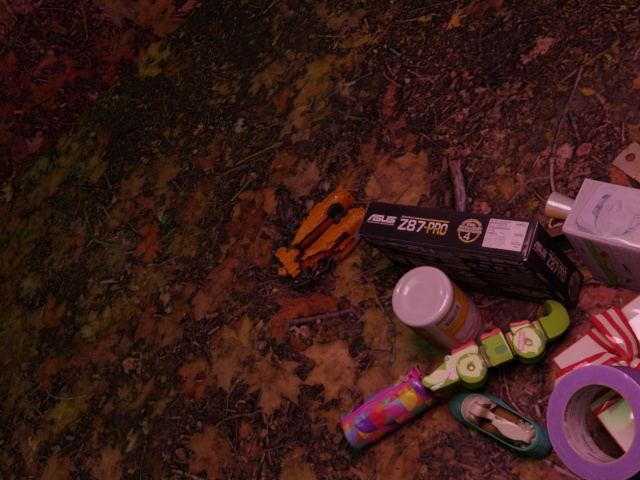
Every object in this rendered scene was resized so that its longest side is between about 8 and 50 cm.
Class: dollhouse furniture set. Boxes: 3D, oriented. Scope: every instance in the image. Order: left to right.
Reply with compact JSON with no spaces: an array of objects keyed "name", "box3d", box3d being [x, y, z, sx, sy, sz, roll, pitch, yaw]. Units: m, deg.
[{"name":"dollhouse furniture set","box3d":[0.740,-0.168,1.595,0.183,0.129,0.129,-45,48,7]}]

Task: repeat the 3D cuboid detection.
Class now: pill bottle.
[{"name":"pill bottle","box3d":[0.269,0.164,1.663,0.136,0.246,0.136,-17,56,27]}]

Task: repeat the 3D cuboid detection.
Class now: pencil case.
[{"name":"pencil case","box3d":[0.152,0.379,1.726,0.236,0.104,0.104,-38,49,13]}]

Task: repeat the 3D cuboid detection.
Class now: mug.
[{"name":"mug","box3d":[0.553,-0.068,1.729,0.064,0.078,0.062,21,46,32]}]

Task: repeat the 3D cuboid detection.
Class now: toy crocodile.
[{"name":"toy crocodile","box3d":[0.371,0.235,1.614,0.341,0.115,0.105,-26,68,9]}]

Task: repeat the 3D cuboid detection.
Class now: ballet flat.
[{"name":"ballet flat","box3d":[0.365,0.371,1.587,0.247,0.087,0.083,22,79,41]}]

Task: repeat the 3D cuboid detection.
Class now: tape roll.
[{"name":"tape roll","box3d":[0.475,0.299,1.246,0.189,0.080,0.188,-12,74,47]}]

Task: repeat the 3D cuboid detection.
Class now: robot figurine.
[{"name":"robot figurine","box3d":[0.000,0.000,2.053,0.291,0.085,0.211,-44,48,6]}]

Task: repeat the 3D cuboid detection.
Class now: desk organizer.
[{"name":"desk organizer","box3d":[0.506,0.009,1.717,0.130,0.047,0.050,-18,58,27]}]

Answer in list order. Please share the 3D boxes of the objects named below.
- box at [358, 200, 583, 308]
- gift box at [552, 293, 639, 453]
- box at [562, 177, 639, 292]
[{"name":"box","box3d":[0.327,0.034,1.648,0.395,0.318,0.097,8,71,39]},{"name":"gift box","box3d":[0.587,0.277,1.369,0.276,0.258,0.255,-43,49,7]},{"name":"box","box3d":[0.634,0.012,1.482,0.231,0.262,0.126,17,76,41]}]
